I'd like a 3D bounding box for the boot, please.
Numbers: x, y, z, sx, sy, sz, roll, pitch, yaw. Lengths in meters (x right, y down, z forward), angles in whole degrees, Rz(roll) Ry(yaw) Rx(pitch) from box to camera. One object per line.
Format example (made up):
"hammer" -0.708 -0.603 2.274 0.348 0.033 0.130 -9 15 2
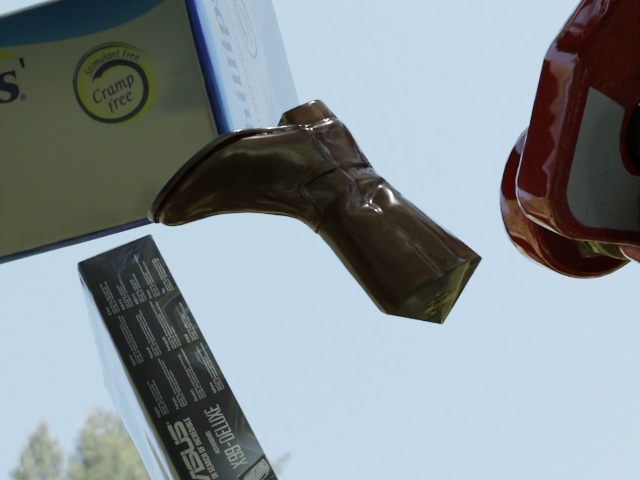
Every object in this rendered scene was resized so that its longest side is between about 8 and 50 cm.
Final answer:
"boot" 0.000 0.000 0.594 0.106 0.114 0.037 -31 -20 -27

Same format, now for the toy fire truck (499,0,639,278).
"toy fire truck" 0.246 -0.083 0.764 0.302 0.169 0.253 7 -82 -30

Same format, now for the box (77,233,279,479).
"box" -0.112 0.184 1.243 0.077 0.307 0.242 -23 -28 -15

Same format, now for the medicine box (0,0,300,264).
"medicine box" -0.167 -0.084 0.962 0.264 0.289 0.149 -15 -82 10
